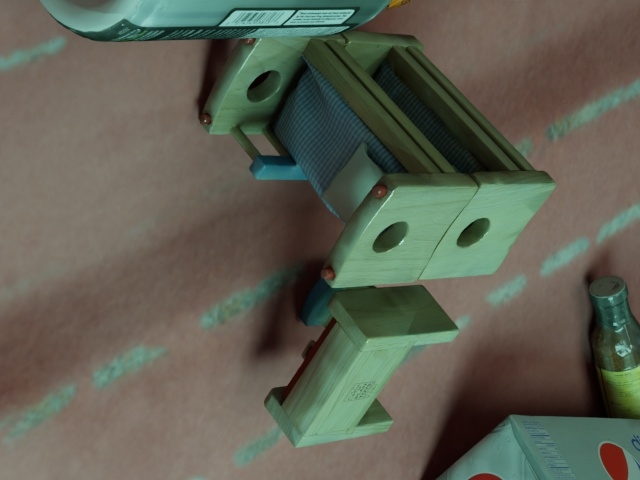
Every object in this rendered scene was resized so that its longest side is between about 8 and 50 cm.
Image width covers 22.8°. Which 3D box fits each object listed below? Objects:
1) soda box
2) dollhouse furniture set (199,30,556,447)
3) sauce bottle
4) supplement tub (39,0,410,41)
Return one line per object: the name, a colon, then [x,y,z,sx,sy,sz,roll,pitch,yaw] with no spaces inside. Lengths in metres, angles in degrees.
soda box: [0.199,0.183,1.071,0.286,0.091,0.098,8,133,-47]
dollhouse furniture set: [0.000,0.000,0.837,0.129,0.129,0.183,-2,133,-45]
sauce bottle: [0.214,0.083,1.116,0.042,0.042,0.128,-40,130,-31]
supplement tub: [-0.034,-0.151,0.732,0.190,0.117,0.117,-10,109,-45]
